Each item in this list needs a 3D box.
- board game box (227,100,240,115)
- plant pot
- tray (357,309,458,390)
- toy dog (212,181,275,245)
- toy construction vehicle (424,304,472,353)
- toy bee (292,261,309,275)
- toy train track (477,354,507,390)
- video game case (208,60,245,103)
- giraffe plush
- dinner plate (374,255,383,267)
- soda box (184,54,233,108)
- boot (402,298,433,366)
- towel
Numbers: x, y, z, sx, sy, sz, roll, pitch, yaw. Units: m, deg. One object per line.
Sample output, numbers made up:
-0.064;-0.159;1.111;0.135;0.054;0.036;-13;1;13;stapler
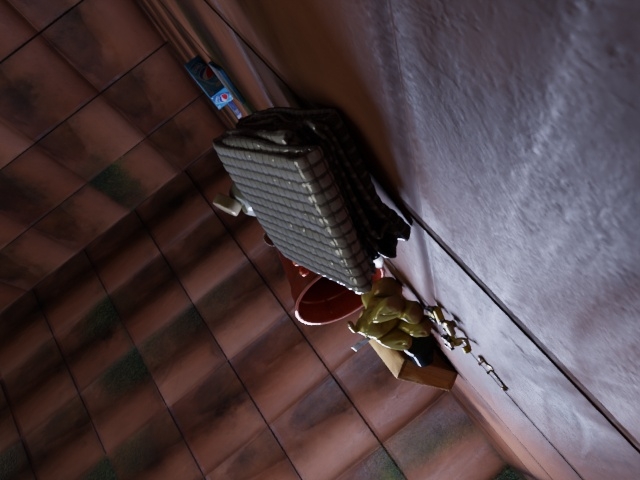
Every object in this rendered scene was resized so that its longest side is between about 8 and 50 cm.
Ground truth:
-0.347;-0.529;1.977;0.090;0.020;0.090;52;179;-7;board game box
0.003;0.052;1.432;0.265;0.272;0.272;60;-177;36;plant pot
0.286;0.375;1.755;0.202;0.076;0.411;18;-170;-18;tray
-0.148;-0.099;1.500;0.333;0.220;0.161;10;-170;-41;toy dog
0.248;0.168;0.962;0.086;0.035;0.098;63;173;-11;toy construction vehicle
0.000;0.000;1.076;0.195;0.162;0.298;54;170;9;toy bee
0.325;0.255;0.954;0.083;0.014;0.048;51;178;1;toy train track
-0.287;-0.483;1.525;0.119;0.015;0.166;54;177;-34;video game case
0.164;0.169;1.275;0.181;0.210;0.170;49;-151;-31;giraffe plush
0.096;0.007;1.152;0.141;0.017;0.141;53;164;22;dinner plate
-0.401;-0.569;1.796;0.210;0.067;0.071;50;177;26;soda box
0.284;0.298;1.450;0.207;0.094;0.246;56;-178;-30;boot
-0.018;-0.076;0.738;0.283;0.121;0.235;20;144;55;towel
